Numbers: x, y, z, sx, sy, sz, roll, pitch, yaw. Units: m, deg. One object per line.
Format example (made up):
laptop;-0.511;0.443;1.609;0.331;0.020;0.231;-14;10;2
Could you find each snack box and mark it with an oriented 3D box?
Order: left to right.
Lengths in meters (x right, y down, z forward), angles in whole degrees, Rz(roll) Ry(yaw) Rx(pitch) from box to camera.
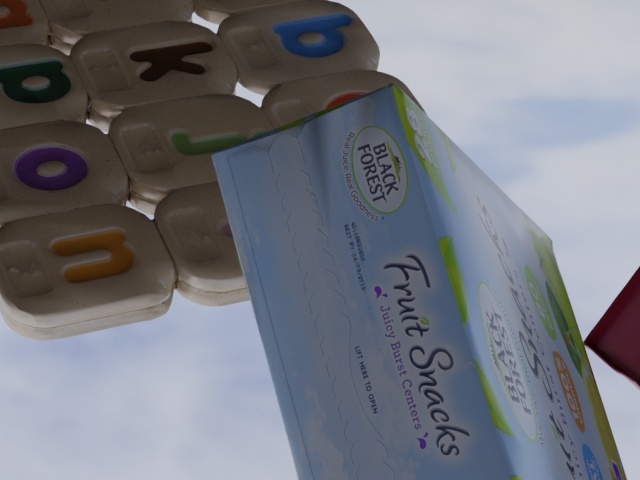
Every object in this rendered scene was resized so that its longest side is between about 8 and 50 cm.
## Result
snack box;0.050;0.064;0.634;0.070;0.174;0.207;-21;161;16

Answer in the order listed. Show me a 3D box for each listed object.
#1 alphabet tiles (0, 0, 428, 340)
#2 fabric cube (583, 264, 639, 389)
alphabet tiles;-0.107;-0.066;0.828;0.278;0.021;0.284;-12;-135;-20
fabric cube;0.408;0.084;1.447;0.258;0.254;0.259;36;-175;-16
